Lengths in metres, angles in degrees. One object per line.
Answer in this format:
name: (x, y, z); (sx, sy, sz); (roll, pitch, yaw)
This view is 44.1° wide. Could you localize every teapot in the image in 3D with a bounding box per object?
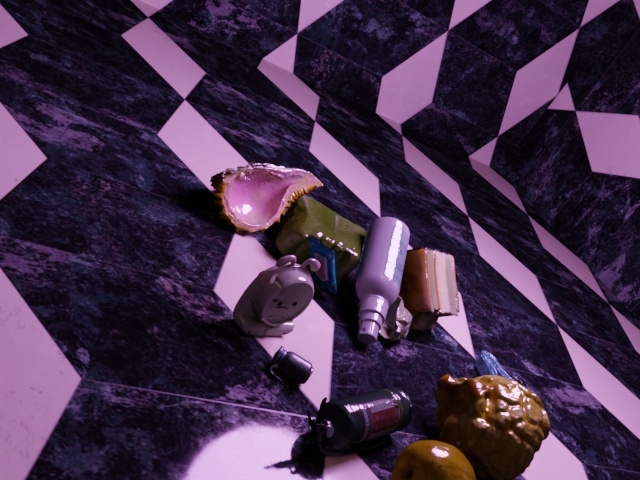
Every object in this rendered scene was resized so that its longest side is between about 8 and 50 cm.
teapot: (-0.061, 0.254, 1.567); (0.083, 0.064, 0.049); (32, -9, 0)

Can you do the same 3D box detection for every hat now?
hat: (0.161, 0.191, 1.981); (0.166, 0.081, 0.122); (32, 57, 33)

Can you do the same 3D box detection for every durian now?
durian: (-0.172, -0.125, 2.028); (0.305, 0.186, 0.195); (-11, 18, -38)

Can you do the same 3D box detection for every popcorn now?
popcorn: (0.348, 0.384, 1.680); (0.251, 0.206, 0.237); (28, 35, 15)

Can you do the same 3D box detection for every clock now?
clock: (-0.081, 0.111, 1.621); (0.151, 0.191, 0.062); (9, 33, -46)

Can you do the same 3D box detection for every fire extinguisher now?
fire extinguisher: (0.065, 0.341, 1.497); (0.093, 0.118, 0.294); (7, 3, 37)

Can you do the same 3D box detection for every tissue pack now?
tissue pack: (0.007, 0.058, 1.914); (0.085, 0.138, 0.028); (29, 49, 35)

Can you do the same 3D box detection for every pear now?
pear: (0.206, 0.440, 1.434); (0.162, 0.149, 0.149); (33, 20, -32)

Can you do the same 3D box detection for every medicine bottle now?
medicine bottle: (0.144, 0.101, 1.950); (0.110, 0.110, 0.352); (28, 49, -15)

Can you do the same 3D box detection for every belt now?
belt: (0.468, 0.361, 2.062); (0.100, 0.065, 0.179); (12, 31, -25)

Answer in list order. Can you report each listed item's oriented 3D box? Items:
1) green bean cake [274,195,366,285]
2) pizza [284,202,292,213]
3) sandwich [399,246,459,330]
green bean cake: (0.000, 0.000, 2.054); (0.222, 0.125, 0.248); (30, 20, -6)
pizza: (-0.027, -0.077, 2.237); (0.226, 0.069, 0.147); (30, 25, -12)
sandwich: (0.237, 0.145, 2.120); (0.155, 0.227, 0.199); (14, 66, -45)
